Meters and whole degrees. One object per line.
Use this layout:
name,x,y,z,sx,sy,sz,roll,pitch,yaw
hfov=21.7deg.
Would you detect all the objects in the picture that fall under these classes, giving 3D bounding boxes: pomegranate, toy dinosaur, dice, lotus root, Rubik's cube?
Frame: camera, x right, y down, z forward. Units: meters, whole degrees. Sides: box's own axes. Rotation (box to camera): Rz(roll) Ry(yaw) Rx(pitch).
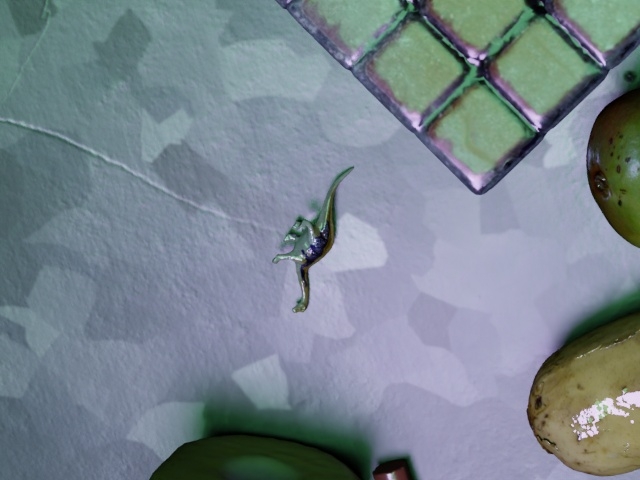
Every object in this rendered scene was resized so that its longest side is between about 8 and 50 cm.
pomegranate,0.374,-0.078,1.687,0.210,0.180,0.180,-6,105,-14
toy dinosaur,-0.015,-0.003,1.869,0.058,0.037,0.180,15,117,-14
dice,-0.079,0.367,1.879,0.227,0.238,0.233,9,108,13
lotus root,0.354,0.150,1.759,0.284,0.146,0.160,-25,117,28
Rubik's cube,0.172,-0.297,1.579,0.344,0.337,0.344,-43,90,21

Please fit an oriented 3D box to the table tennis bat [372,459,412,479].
table tennis bat,0.135,0.400,1.939,0.200,0.038,0.310,-19,100,18
